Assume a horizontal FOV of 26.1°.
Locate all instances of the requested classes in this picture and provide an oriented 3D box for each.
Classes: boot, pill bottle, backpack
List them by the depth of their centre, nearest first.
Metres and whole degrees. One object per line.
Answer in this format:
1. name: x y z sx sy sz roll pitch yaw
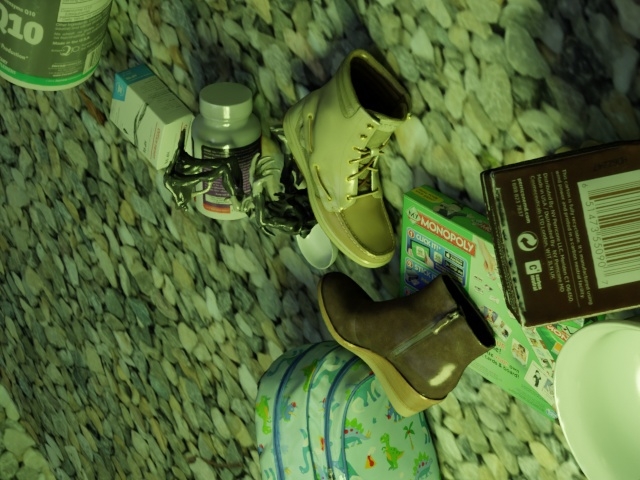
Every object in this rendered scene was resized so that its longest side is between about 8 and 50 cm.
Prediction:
1. boot: 0.062 -0.108 1.870 0.203 0.095 0.262 -38 73 54
2. boot: 0.116 0.099 1.881 0.248 0.090 0.207 55 133 17
3. backpack: 0.040 0.319 2.037 0.273 0.290 0.356 -25 83 47
4. pill bottle: -0.143 -0.138 2.110 0.108 0.108 0.194 33 135 38
5. pill bottle: -0.430 -0.431 2.225 0.204 0.204 0.361 49 143 22

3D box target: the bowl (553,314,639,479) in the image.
1. bowl: 0.414 0.193 1.542 0.298 0.134 0.298 36 142 35

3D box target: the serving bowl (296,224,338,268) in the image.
1. serving bowl: 0.000 0.000 2.077 0.083 0.027 0.083 30 132 40

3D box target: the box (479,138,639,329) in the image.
1. box: 0.271 -0.010 1.475 0.203 0.167 0.169 -39 -64 -86

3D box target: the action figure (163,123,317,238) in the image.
1. action figure: -0.081 -0.085 1.982 0.275 0.164 0.141 13 114 1

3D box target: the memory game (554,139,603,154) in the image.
1. memory game: 0.323 -0.028 1.618 0.186 0.012 0.186 18 116 43

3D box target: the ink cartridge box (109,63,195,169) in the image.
1. ink cartridge box: -0.271 -0.195 2.287 0.180 0.060 0.104 45 141 26

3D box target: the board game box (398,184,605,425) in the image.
1. board game box: 0.228 0.084 1.809 0.317 0.046 0.214 32 133 39
